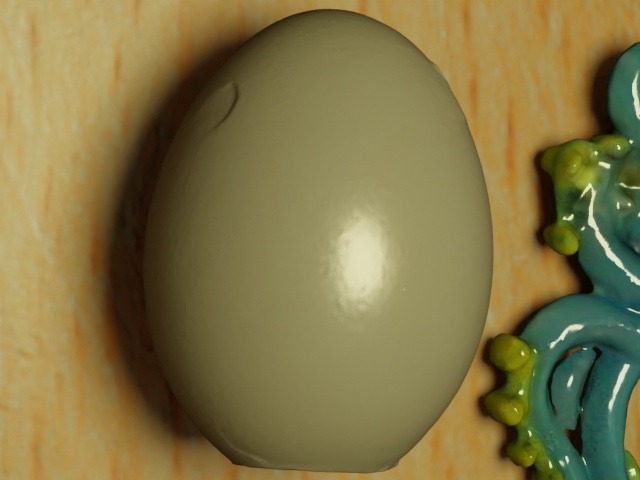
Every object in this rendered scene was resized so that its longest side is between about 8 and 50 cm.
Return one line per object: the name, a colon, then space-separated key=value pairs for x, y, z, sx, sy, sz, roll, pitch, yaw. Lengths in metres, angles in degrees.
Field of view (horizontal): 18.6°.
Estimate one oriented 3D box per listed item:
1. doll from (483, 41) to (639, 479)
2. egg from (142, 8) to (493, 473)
doll: x=0.254 y=0.039 z=1.146 sx=0.346 sy=0.099 sz=0.341 roll=-33 pitch=107 yaw=-19
egg: x=0.000 y=0.000 z=0.984 sx=0.176 sy=0.176 sz=0.232 roll=8 pitch=84 yaw=-25
